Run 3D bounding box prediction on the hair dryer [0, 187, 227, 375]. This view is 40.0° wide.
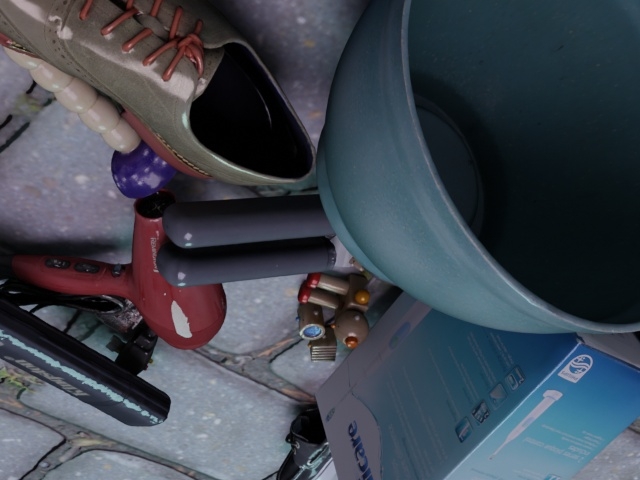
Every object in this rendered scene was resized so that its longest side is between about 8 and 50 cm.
[{"bbox_3d":[-0.197,0.047,0.813,0.224,0.080,0.293,24,136,-29],"label":"hair dryer"}]

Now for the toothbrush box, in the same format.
[{"bbox_3d":[0.142,0.144,0.838,0.126,0.216,0.295,26,115,-29],"label":"toothbrush box"}]

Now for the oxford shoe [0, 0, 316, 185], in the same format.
[{"bbox_3d":[-0.122,-0.149,0.576,0.348,0.130,0.123,36,79,-44],"label":"oxford shoe"}]

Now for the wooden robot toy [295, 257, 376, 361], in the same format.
[{"bbox_3d":[0.017,0.080,0.893,0.076,0.079,0.173,12,133,-18],"label":"wooden robot toy"}]

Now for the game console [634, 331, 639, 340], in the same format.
[{"bbox_3d":[0.362,0.135,1.018,0.361,0.044,0.213,3,136,-10],"label":"game console"}]

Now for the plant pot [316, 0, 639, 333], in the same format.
[{"bbox_3d":[0.118,-0.066,0.639,0.293,0.293,0.196,21,157,-26],"label":"plant pot"}]

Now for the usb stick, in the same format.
[{"bbox_3d":[-0.248,0.117,0.846,0.077,0.045,0.278,2,152,33],"label":"usb stick"}]

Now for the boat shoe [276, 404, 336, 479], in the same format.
[{"bbox_3d":[0.000,0.231,1.054,0.076,0.080,0.228,26,127,-22],"label":"boat shoe"}]

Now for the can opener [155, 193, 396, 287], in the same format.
[{"bbox_3d":[0.000,0.000,0.758,0.280,0.093,0.074,-2,118,-31],"label":"can opener"}]

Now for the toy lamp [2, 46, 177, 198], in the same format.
[{"bbox_3d":[-0.211,-0.138,0.644,0.080,0.080,0.274,-24,135,18],"label":"toy lamp"}]
